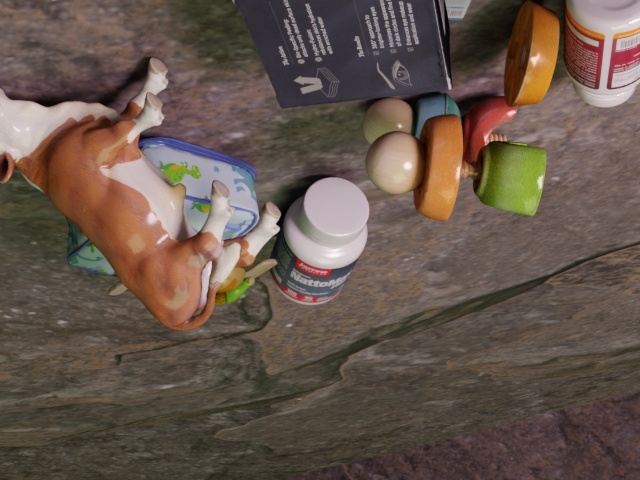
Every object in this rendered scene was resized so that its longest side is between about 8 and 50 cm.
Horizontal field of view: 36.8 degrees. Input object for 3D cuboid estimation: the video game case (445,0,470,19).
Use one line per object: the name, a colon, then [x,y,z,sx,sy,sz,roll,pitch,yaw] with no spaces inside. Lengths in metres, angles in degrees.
video game case: [0.092,-0.252,0.835,0.119,0.015,0.166,-1,154,-12]

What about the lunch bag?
lunch bag: [-0.184,-0.028,1.124,0.176,0.090,0.219,13,147,-35]

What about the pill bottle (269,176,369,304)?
pill bottle: [0.000,0.000,1.217,0.108,0.107,0.180,-1,153,-14]

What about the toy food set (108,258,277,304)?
toy food set: [-0.153,0.060,1.182,0.192,0.038,0.132,4,151,-45]

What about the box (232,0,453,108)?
box: [0.023,-0.198,0.806,0.158,0.093,0.156,-5,151,11]

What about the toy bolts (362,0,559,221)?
toy bolts: [0.127,-0.132,0.968,0.159,0.218,0.228,8,-174,-3]

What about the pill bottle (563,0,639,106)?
pill bottle: [0.277,-0.195,0.924,0.086,0.086,0.152,-12,154,7]

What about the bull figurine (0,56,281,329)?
bull figurine: [-0.191,-0.056,0.941,0.188,0.101,0.310,-37,99,24]
